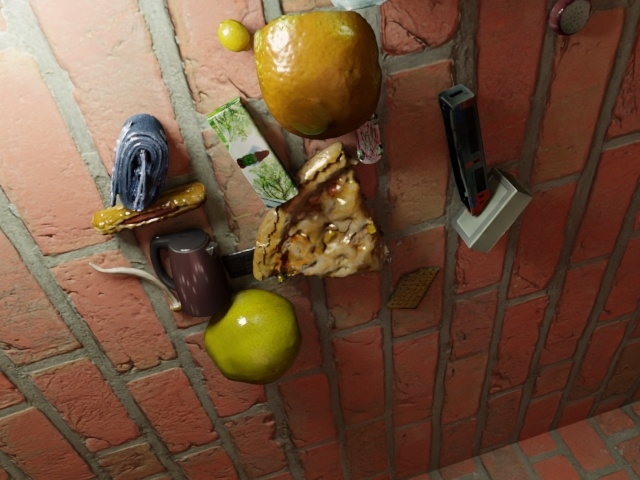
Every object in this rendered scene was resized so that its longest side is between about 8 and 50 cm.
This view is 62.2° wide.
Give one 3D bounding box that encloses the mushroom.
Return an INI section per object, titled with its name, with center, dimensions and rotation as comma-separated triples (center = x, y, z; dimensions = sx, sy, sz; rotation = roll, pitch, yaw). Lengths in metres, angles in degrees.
[mushroom]
center = -0.500, 0.121, 1.499
dimensions = 0.306, 0.043, 0.068
rotation = 41, 82, -38

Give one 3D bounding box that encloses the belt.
[belt]
center = -0.411, -0.169, 1.217
dimensions = 0.122, 0.128, 0.218
rotation = 5, 128, -25

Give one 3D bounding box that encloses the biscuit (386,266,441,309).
[biscuit]
center = 0.319, 0.168, 1.848
dimensions = 0.144, 0.016, 0.203
rotation = 3, 128, -23

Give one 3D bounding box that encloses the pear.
[pear]
center = -0.195, 0.287, 1.596
dimensions = 0.295, 0.294, 0.294
rotation = -10, 132, -12

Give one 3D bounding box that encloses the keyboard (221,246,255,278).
[keyboard]
center = -0.096, 0.028, 1.560
dimensions = 0.382, 0.041, 0.103
rotation = -20, 133, -3

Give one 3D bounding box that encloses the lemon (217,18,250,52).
[lemon]
center = -0.181, -0.431, 1.122
dimensions = 0.083, 0.062, 0.062
rotation = 32, 113, -37

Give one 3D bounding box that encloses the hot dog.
[hot dog]
center = -0.422, -0.076, 1.324
dimensions = 0.289, 0.083, 0.068
rotation = -17, 127, -2

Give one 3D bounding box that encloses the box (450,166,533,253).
[box]
center = 0.519, -0.091, 1.623
dimensions = 0.086, 0.129, 0.225
rotation = 15, 122, -29

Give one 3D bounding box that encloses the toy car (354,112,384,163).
[toy car]
center = 0.120, -0.269, 1.377
dimensions = 0.069, 0.055, 0.142
rotation = -16, 119, -8

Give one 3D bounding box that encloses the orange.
[orange]
center = 0.001, -0.338, 1.133
dimensions = 0.263, 0.195, 0.334
rotation = -8, 148, 2

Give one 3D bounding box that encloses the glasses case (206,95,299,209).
[glasses case]
center = -0.159, -0.206, 1.284
dimensions = 0.095, 0.062, 0.272
rotation = -31, 119, 6

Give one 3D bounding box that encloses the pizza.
[pizza]
center = -0.026, -0.015, 1.477
dimensions = 0.392, 0.080, 0.434
rotation = -24, 118, 2

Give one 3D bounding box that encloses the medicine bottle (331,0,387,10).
[medicine bottle]
center = 0.054, -0.596, 0.951
dimensions = 0.245, 0.244, 0.290
rotation = -30, 141, 6

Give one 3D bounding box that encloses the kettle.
[kettle]
center = -0.359, 0.076, 1.461
dimensions = 0.202, 0.144, 0.232
rotation = 5, 127, 15

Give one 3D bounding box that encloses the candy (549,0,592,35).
[candy]
center = 0.621, -0.561, 1.317
dimensions = 0.103, 0.043, 0.103
rotation = -10, 131, -12

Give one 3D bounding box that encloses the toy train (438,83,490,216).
[toy train]
center = 0.414, -0.239, 1.488
dimensions = 0.089, 0.086, 0.409
rotation = -27, 133, 1
